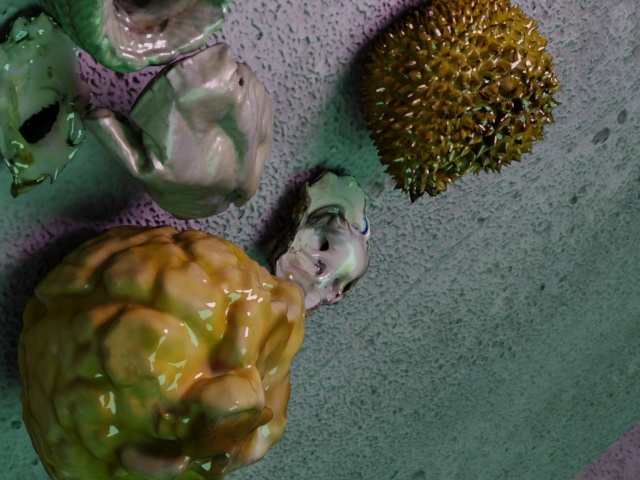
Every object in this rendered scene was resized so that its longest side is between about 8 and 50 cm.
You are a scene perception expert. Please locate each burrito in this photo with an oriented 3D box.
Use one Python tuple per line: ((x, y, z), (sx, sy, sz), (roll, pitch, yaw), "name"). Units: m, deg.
((-0.143, -0.113, 1.773), (0.190, 0.135, 0.332), (-23, 173, 3), "burrito")

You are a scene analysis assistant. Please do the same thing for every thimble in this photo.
((-0.189, -0.294, 1.614), (0.219, 0.150, 0.219), (-29, 145, -23), "thimble")

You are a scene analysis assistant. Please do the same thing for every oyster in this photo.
((0.000, 0.000, 2.239), (0.214, 0.083, 0.223), (-5, 114, -57), "oyster")
((-0.315, -0.156, 1.715), (0.133, 0.072, 0.209), (-27, 125, -16), "oyster")

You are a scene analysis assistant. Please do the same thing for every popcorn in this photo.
((-0.205, 0.146, 1.953), (0.390, 0.354, 0.344), (-16, -165, 39), "popcorn")

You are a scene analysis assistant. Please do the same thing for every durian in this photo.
((0.183, -0.194, 2.088), (0.293, 0.258, 0.258), (-39, 150, 11), "durian")
